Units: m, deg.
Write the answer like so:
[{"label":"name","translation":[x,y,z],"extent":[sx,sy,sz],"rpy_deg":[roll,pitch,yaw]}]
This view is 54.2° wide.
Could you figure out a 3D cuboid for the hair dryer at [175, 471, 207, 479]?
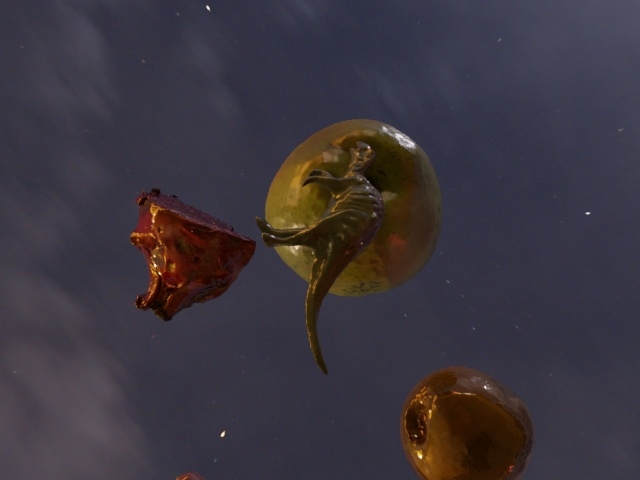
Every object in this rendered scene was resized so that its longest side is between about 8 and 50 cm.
[{"label":"hair dryer","translation":[-0.108,0.494,1.062],"extent":[0.352,0.210,0.126],"rpy_deg":[29,-81,28]}]

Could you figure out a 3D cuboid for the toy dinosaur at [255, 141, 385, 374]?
[{"label":"toy dinosaur","translation":[0.000,0.000,0.942],"extent":[0.205,0.092,0.393],"rpy_deg":[-4,-126,2]}]

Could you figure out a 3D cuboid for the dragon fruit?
[{"label":"dragon fruit","translation":[-0.251,0.035,1.058],"extent":[0.262,0.134,0.212],"rpy_deg":[22,-79,43]}]

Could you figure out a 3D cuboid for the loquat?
[{"label":"loquat","translation":[0.226,0.301,0.974],"extent":[0.212,0.213,0.213],"rpy_deg":[0,-88,3]}]

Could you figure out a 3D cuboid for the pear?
[{"label":"pear","translation":[0.069,-0.065,1.260],"extent":[0.390,0.391,0.392],"rpy_deg":[0,-88,3]}]
